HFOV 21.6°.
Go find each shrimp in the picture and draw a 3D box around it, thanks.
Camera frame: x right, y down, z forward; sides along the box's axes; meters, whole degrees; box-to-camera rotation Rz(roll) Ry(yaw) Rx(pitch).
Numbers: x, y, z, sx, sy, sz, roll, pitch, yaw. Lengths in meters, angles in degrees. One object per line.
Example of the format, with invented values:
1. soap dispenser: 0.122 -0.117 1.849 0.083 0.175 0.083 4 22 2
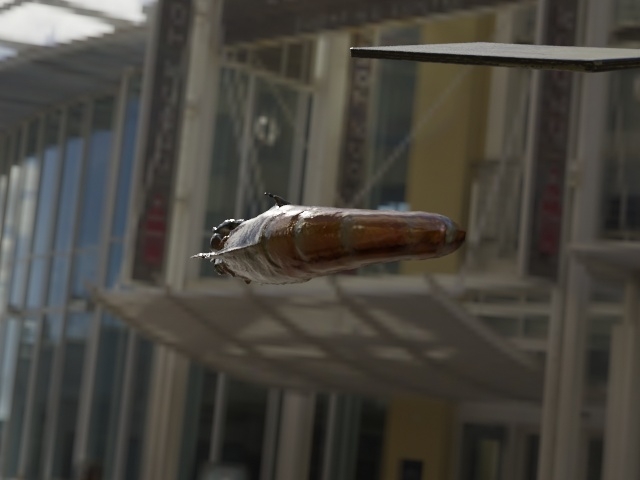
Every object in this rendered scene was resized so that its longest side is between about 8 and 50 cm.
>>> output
1. shrimp: 0.000 0.000 1.238 0.248 0.068 0.150 -1 -4 45

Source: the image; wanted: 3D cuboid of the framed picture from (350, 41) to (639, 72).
1. framed picture: 0.240 -0.210 1.888 0.338 0.014 0.255 10 14 43
